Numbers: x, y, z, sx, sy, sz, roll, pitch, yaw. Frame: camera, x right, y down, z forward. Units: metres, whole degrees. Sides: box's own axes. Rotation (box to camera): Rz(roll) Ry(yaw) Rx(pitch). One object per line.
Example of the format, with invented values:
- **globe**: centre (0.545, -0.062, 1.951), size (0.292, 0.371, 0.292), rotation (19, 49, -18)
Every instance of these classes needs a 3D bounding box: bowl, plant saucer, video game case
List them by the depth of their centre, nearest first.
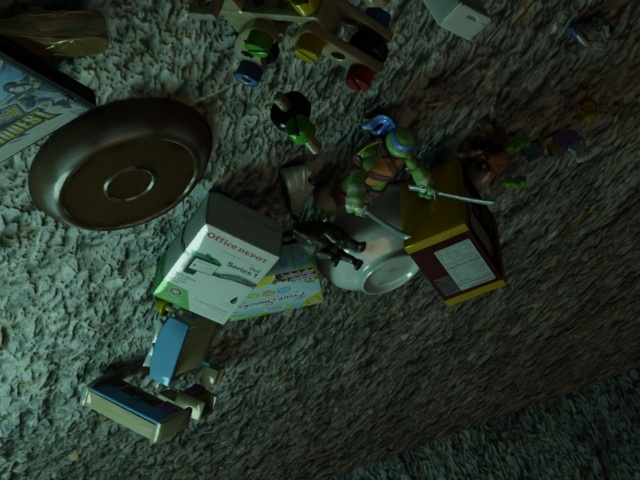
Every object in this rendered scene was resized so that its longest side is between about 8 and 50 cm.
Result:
- **video game case**: centre (-0.484, -0.174, 1.318), size (0.274, 0.035, 0.248), rotation (-25, 154, 21)
- **plant saucer**: centre (-0.315, -0.106, 1.615), size (0.310, 0.050, 0.311), rotation (-20, 152, -11)
- **bowl**: centre (0.123, 0.021, 2.107), size (0.297, 0.134, 0.298), rotation (-20, 150, -12)

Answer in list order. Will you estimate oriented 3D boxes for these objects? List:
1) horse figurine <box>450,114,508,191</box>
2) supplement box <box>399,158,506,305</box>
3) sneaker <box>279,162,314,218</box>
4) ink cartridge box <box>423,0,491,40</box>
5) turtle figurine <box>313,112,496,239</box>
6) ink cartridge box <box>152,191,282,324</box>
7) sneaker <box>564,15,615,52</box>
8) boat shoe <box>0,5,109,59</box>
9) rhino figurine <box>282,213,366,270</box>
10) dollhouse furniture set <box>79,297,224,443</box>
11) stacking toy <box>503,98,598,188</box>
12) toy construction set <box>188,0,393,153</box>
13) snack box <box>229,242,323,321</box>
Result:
- **horse figurine**: centre (0.313, -0.144, 2.056), size (0.174, 0.066, 0.263), rotation (-7, 144, -42)
- **supplement box**: centre (0.260, -0.014, 1.957), size (0.129, 0.191, 0.194), rotation (-22, 129, 22)
- **sneaker**: centre (-0.039, -0.089, 1.869), size (0.061, 0.054, 0.152), rotation (-23, 151, -12)
- **ink cartridge box**: centre (0.195, -0.373, 1.516), size (0.088, 0.122, 0.052), rotation (10, 135, -48)
- **turtle figurine**: centre (0.115, -0.076, 1.831), size (0.198, 0.275, 0.266), rotation (-48, -171, -30)
- **ink cartridge box**: centre (-0.191, 0.035, 1.846), size (0.160, 0.093, 0.219), rotation (25, 129, -20)
- **sneaker**: centre (0.501, -0.391, 1.835), size (0.135, 0.052, 0.058), rotation (-3, 134, -50)
- **boat shoe**: centre (-0.361, -0.273, 1.285), size (0.170, 0.059, 0.063), rotation (-2, 159, -14)
- **rhino figurine**: centre (0.000, 0.000, 1.906), size (0.073, 0.106, 0.243), rotation (-62, 154, 5)
- **dollhouse furniture set**: centre (-0.336, 0.236, 2.153), size (0.286, 0.198, 0.304), rotation (-13, 124, -68)
- **stacking toy**: centre (0.489, -0.204, 2.132), size (0.221, 0.052, 0.167), rotation (-23, 150, -3)
- **toy construction set**: centre (-0.031, -0.334, 1.329), size (0.309, 0.257, 0.237), rotation (-48, 138, -1)
- **snack box**: centre (-0.105, 0.086, 2.049), size (0.207, 0.070, 0.174), rotation (-10, 151, -1)
